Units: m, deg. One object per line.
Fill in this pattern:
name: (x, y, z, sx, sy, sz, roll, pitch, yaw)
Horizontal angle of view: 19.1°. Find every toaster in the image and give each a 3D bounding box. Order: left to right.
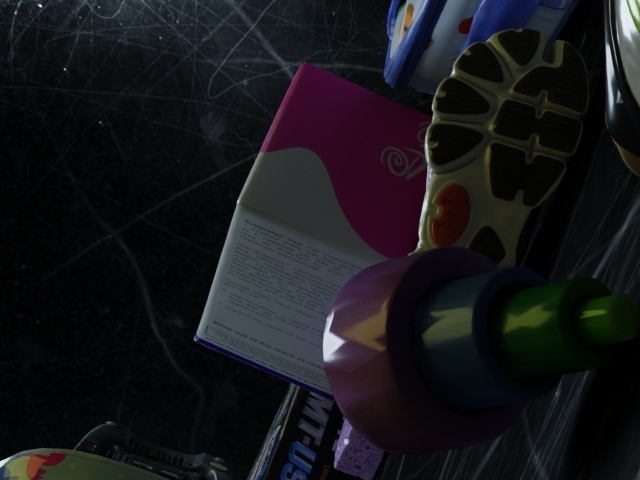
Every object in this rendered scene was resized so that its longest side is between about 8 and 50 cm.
toaster: (-0.142, 0.234, 1.386, 0.227, 0.129, 0.146, -94, 22, -82)

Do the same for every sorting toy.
sorting toy: (0.012, 0.151, 0.518, 0.126, 0.127, 0.365, -16, 43, 51)

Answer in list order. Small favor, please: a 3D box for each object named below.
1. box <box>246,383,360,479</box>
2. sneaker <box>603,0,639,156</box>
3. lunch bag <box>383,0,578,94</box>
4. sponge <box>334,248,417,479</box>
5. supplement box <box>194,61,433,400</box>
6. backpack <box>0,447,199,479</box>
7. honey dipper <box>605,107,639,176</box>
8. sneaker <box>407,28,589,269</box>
box: (-0.045, 0.249, 1.369, 0.295, 0.073, 0.293, 113, 177, -55)
sneaker: (0.106, -0.113, 0.469, 0.097, 0.084, 0.234, 111, 180, -61)
lunch bag: (0.122, -0.219, 1.090, 0.303, 0.115, 0.243, 111, 178, -62)
sponge: (0.059, 0.048, 1.167, 0.210, 0.031, 0.117, 112, 179, -52)
supplement box: (0.000, 0.000, 1.219, 0.220, 0.114, 0.111, 110, -176, -63)
backpack: (-0.101, 0.212, 0.892, 0.253, 0.225, 0.191, -48, 18, 50)
honey dipper: (0.100, -0.020, 0.505, 0.160, 0.030, 0.030, -84, 15, -76)
sneaker: (0.072, -0.017, 0.873, 0.071, 0.068, 0.170, 82, -151, -80)
